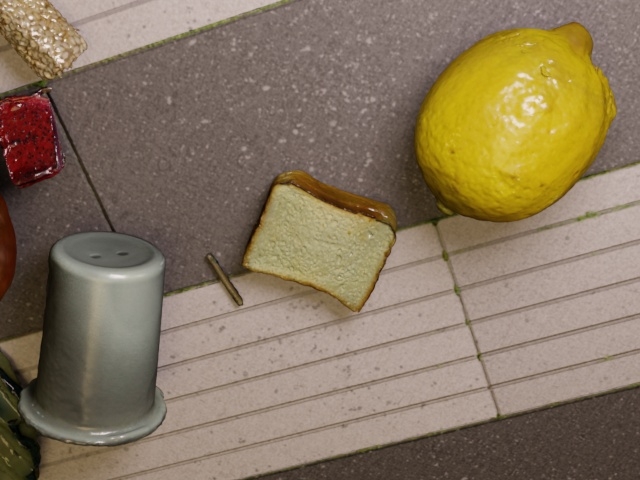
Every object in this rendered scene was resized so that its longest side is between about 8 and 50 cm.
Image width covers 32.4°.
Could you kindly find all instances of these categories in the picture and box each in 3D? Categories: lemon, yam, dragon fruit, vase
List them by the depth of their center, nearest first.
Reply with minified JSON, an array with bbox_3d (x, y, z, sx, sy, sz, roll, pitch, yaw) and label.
[{"bbox_3d":[0.267,-0.163,1.527,0.245,0.245,0.320,35,104,-13],"label":"lemon"},{"bbox_3d":[-0.439,-0.150,1.677,0.102,0.096,0.147,-12,85,-1],"label":"dragon fruit"},{"bbox_3d":[-0.356,0.144,1.748,0.245,0.245,0.291,8,111,0],"label":"vase"},{"bbox_3d":[-0.156,0.064,1.800,0.014,0.014,0.107,-25,113,16],"label":"yam"}]

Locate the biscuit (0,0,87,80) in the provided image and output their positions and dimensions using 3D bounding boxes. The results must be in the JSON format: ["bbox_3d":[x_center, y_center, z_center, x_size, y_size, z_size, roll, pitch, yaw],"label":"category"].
[{"bbox_3d":[-0.420,-0.313,1.592,0.070,0.082,0.168,-24,116,43],"label":"biscuit"}]

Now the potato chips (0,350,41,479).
[{"bbox_3d":[-0.662,0.331,1.947,0.358,0.070,0.429,-27,111,19],"label":"potato chips"}]

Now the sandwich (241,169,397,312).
[{"bbox_3d":[0.000,0.000,1.729,0.214,0.065,0.186,19,116,-5],"label":"sandwich"}]

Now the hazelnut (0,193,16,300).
[{"bbox_3d":[-0.605,0.005,1.625,0.315,0.372,0.372,-12,123,-33],"label":"hazelnut"}]
